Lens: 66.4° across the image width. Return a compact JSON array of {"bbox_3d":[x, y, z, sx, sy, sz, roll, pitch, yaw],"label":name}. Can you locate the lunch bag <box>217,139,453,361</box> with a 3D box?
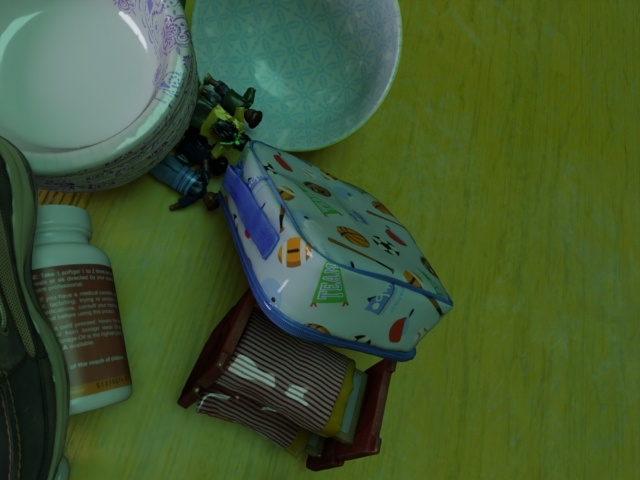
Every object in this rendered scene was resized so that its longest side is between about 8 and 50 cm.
[{"bbox_3d":[0.000,0.000,0.589,0.243,0.115,0.303,19,23,-34],"label":"lunch bag"}]

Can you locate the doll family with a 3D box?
[{"bbox_3d":[-0.150,-0.126,0.662,0.111,0.076,0.193,34,105,-6],"label":"doll family"}]

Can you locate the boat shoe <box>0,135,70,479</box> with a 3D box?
[{"bbox_3d":[-0.312,0.067,0.398,0.132,0.130,0.356,-15,82,5],"label":"boat shoe"}]

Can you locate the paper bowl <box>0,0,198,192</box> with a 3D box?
[{"bbox_3d":[-0.289,-0.196,0.573,0.284,0.148,0.284,1,81,-9],"label":"paper bowl"}]

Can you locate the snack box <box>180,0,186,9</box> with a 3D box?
[{"bbox_3d":[-0.322,-0.400,0.625,0.322,0.187,0.060,33,63,-10],"label":"snack box"}]

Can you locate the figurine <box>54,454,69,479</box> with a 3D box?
[{"bbox_3d":[-0.338,0.332,0.447,0.214,0.092,0.210,-8,85,-26],"label":"figurine"}]

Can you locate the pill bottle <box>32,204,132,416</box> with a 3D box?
[{"bbox_3d":[-0.281,0.078,0.525,0.121,0.121,0.216,-9,77,-26],"label":"pill bottle"}]

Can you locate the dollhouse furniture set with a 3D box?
[{"bbox_3d":[-0.069,0.256,0.489,0.201,0.152,0.374,30,47,-13],"label":"dollhouse furniture set"}]

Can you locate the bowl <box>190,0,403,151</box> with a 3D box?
[{"bbox_3d":[-0.027,-0.286,0.717,0.289,0.289,0.156,39,19,-7],"label":"bowl"}]
